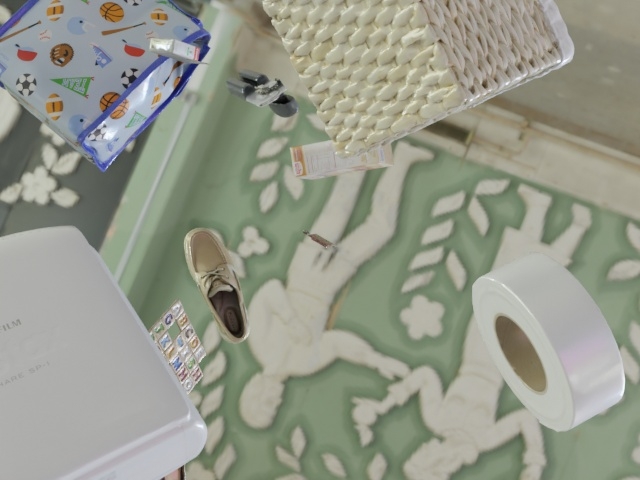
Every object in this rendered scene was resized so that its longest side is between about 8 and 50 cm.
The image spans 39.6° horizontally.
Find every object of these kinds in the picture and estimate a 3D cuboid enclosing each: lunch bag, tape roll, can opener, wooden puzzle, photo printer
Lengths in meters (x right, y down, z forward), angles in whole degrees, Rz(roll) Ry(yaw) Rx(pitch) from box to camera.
[{"bbox_3d":[-0.473,-0.402,1.928,0.328,0.385,0.239,38,170,7],"label":"lunch bag"},{"bbox_3d":[0.365,0.166,1.452,0.286,0.100,0.286,59,166,23],"label":"tape roll"},{"bbox_3d":[-0.137,-0.322,1.959,0.093,0.074,0.280,60,170,-28],"label":"can opener"},{"bbox_3d":[0.000,0.000,1.948,0.083,0.006,0.049,30,-167,16],"label":"wooden puzzle"},{"bbox_3d":[-0.289,0.126,0.846,0.307,0.256,0.107,51,153,31],"label":"photo printer"}]

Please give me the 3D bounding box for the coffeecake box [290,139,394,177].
[{"bbox_3d":[0.048,-0.177,1.883,0.185,0.068,0.142,-8,180,17],"label":"coffeecake box"}]

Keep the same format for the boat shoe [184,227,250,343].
[{"bbox_3d":[-0.247,0.107,2.168,0.109,0.302,0.098,-20,177,-11],"label":"boat shoe"}]

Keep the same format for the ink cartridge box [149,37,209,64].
[{"bbox_3d":[-0.275,-0.372,1.751,0.063,0.029,0.115,11,-176,31],"label":"ink cartridge box"}]

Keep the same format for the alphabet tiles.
[{"bbox_3d":[-0.379,0.302,2.290,0.009,0.198,0.237,4,129,33],"label":"alphabet tiles"}]

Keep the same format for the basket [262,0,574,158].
[{"bbox_3d":[0.142,-0.336,1.364,0.331,0.266,0.328,-18,101,54],"label":"basket"}]

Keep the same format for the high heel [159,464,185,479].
[{"bbox_3d":[-0.348,0.585,2.111,0.093,0.186,0.261,-11,152,-19],"label":"high heel"}]
